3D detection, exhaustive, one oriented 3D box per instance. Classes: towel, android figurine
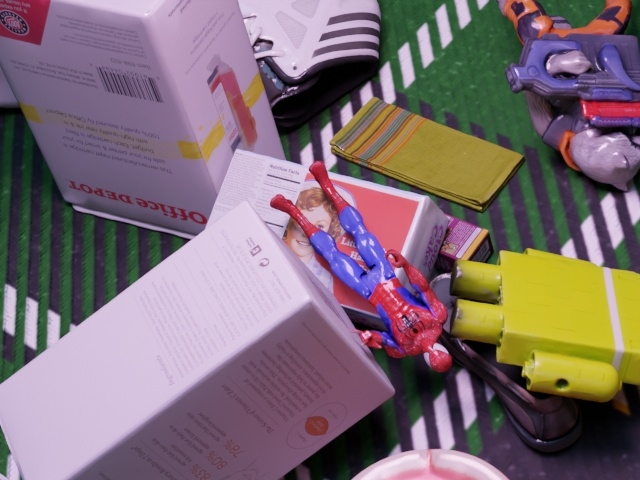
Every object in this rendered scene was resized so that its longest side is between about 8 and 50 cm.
[{"bbox_3d":[0.131,-0.112,2.046,0.237,0.021,0.102,24,62,31],"label":"towel"},{"bbox_3d":[0.274,0.086,1.756,0.273,0.056,0.248,10,30,-3],"label":"android figurine"}]

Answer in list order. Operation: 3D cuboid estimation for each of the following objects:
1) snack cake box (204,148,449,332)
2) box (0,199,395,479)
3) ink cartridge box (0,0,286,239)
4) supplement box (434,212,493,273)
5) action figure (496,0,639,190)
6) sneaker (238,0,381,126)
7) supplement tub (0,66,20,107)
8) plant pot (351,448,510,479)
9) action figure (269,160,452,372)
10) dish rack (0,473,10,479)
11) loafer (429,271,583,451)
[{"bbox_3d":[0.000,0.000,1.911,0.264,0.089,0.152,16,79,28],"label":"snack cake box"},{"bbox_3d":[-0.134,0.161,1.714,0.345,0.215,0.168,-37,48,3],"label":"box"},{"bbox_3d":[-0.228,-0.199,1.986,0.279,0.384,0.160,15,53,27],"label":"ink cartridge box"},{"bbox_3d":[0.154,0.006,1.923,0.083,0.043,0.055,24,63,31],"label":"supplement box"},{"bbox_3d":[0.362,-0.204,2.004,0.341,0.178,0.330,7,55,-13],"label":"action figure"},{"bbox_3d":[-0.126,-0.290,2.106,0.448,0.169,0.257,3,51,-15],"label":"sneaker"},{"bbox_3d":[-0.432,-0.377,2.291,0.241,0.241,0.331,-8,49,10],"label":"supplement tub"},{"bbox_3d":[0.117,0.339,1.518,0.275,0.243,0.275,-8,49,9],"label":"plant pot"},{"bbox_3d":[0.044,0.030,1.758,0.091,0.139,0.280,-41,69,5],"label":"action figure"},{"bbox_3d":[-0.464,0.370,1.782,0.286,0.072,0.333,26,61,33],"label":"dish rack"},{"bbox_3d":[0.200,0.114,1.790,0.096,0.084,0.267,-30,49,-9],"label":"loafer"}]
